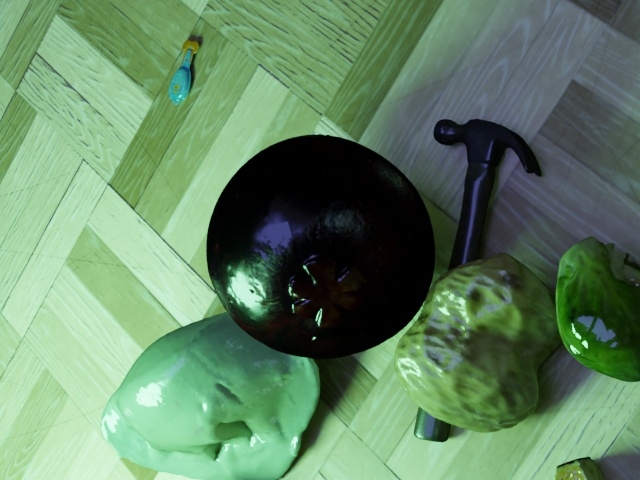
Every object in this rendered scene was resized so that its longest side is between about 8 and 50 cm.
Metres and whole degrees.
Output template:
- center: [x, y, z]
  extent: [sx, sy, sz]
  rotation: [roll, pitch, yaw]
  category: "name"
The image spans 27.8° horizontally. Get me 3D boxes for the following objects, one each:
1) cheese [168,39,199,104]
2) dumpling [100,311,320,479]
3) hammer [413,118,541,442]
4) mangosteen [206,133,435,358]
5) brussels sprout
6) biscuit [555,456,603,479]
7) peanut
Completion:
- center: [-0.228, -0.280, 2.150]
  extent: [0.047, 0.017, 0.111]
  rotation: [18, 93, 35]
  category: "cheese"
- center: [-0.150, 0.214, 1.908]
  extent: [0.320, 0.270, 0.212]
  rotation: [-37, 36, 54]
  category: "dumpling"
- center: [0.190, 0.054, 1.756]
  extent: [0.168, 0.044, 0.440]
  rotation: [12, 90, 40]
  category: "hammer"
- center: [0.000, 0.000, 1.749]
  extent: [0.307, 0.306, 0.347]
  rotation: [-56, 13, 17]
  category: "mangosteen"
- center: [0.354, 0.089, 1.564]
  extent: [0.183, 0.131, 0.145]
  rotation: [36, 100, 31]
  category: "brussels sprout"
- center: [0.340, 0.359, 1.579]
  extent: [0.052, 0.056, 0.188]
  rotation: [-26, 66, 30]
  category: "biscuit"
- center: [0.209, 0.130, 1.658]
  extent: [0.196, 0.110, 0.233]
  rotation: [25, 96, 2]
  category: "peanut"
